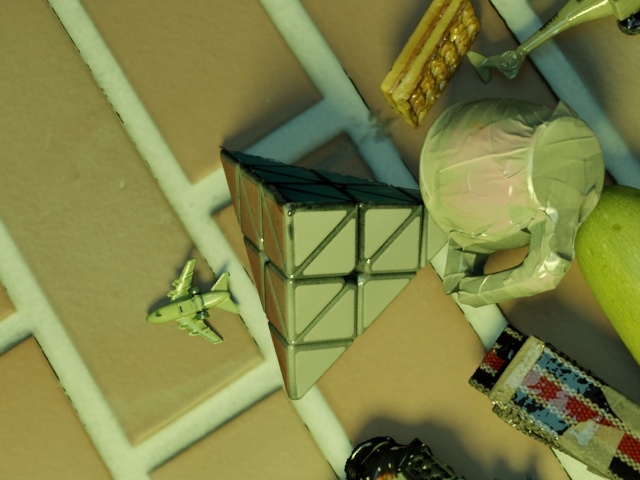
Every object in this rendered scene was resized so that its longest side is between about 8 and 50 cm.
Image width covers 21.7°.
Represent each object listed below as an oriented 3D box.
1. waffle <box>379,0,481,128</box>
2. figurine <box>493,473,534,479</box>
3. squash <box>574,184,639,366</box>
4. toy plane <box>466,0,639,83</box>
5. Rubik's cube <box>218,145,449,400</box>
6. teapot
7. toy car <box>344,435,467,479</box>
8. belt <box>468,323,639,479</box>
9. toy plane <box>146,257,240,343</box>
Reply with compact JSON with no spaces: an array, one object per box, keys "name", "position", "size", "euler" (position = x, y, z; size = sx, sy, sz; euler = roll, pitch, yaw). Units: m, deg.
[{"name":"waffle","position":[0.126,-0.208,1.906],"size":[0.042,0.102,0.148],"euler":[30,85,18]},{"name":"figurine","position":[0.219,0.325,1.804],"size":[0.068,0.075,0.140],"euler":[-13,88,6]},{"name":"squash","position":[0.358,0.044,1.803],"size":[0.132,0.132,0.247],"euler":[-33,76,2]},{"name":"toy plane","position":[0.301,-0.270,1.901],"size":[0.286,0.092,0.108],"euler":[-40,54,0]},{"name":"Rubik's cube","position":[-0.002,-0.001,1.867],"size":[0.228,0.233,0.229],"euler":[-27,29,41]},{"name":"teapot","position":[0.201,-0.052,1.792],"size":[0.178,0.163,0.222],"euler":[0,52,52]},{"name":"toy car","position":[0.043,0.353,1.799],"size":[0.301,0.118,0.193],"euler":[-46,47,2]},{"name":"belt","position":[0.312,0.207,1.732],"size":[0.359,0.126,0.094],"euler":[32,83,37]},{"name":"toy plane","position":[-0.150,0.075,1.931],"size":[0.111,0.040,0.102],"euler":[-18,87,4]}]
